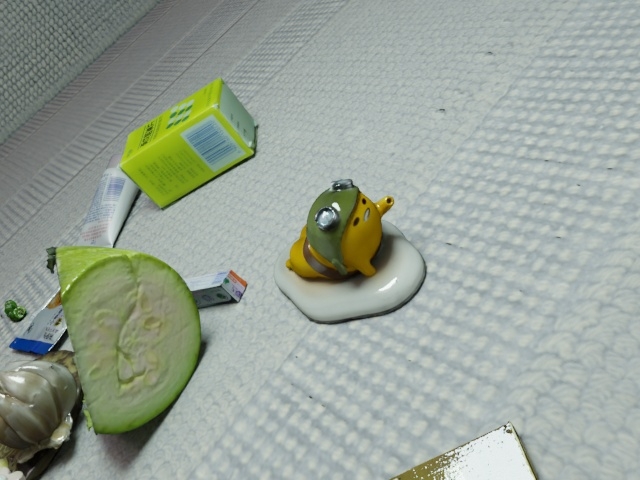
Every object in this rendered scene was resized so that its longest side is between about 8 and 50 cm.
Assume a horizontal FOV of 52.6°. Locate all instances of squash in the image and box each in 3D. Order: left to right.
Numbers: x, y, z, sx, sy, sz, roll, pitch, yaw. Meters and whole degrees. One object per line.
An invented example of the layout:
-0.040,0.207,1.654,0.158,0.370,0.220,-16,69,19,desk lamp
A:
-0.341,0.115,0.934,0.309,0.233,0.210,3,19,39,squash

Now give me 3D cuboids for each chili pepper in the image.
-0.639,0.148,1.354,0.030,0.034,0.091,-20,18,-37,chili pepper

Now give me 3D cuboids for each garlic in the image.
-0.435,0.207,0.903,0.131,0.194,0.127,-26,31,24,garlic

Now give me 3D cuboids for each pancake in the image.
-0.485,0.305,1.021,0.286,0.033,0.288,-37,33,5,pancake

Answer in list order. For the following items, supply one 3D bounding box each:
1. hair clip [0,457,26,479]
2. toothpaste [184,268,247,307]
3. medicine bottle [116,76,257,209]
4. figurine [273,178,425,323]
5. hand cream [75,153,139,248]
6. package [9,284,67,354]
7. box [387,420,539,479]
-0.405,0.342,0.817,0.062,0.056,0.214,-3,15,-24,hair clip
-0.206,0.081,1.008,0.196,0.047,0.040,-13,45,33,toothpaste
-0.263,-0.193,1.306,0.250,0.141,0.137,-27,38,16,medicine bottle
0.000,0.000,0.830,0.250,0.141,0.166,-2,49,42,figurine
-0.455,-0.071,1.408,0.133,0.083,0.247,-10,53,36,hand cream
-0.500,0.141,1.229,0.171,0.027,0.173,-2,44,42,package
0.123,0.223,0.556,0.133,0.023,0.090,-31,33,12,box
